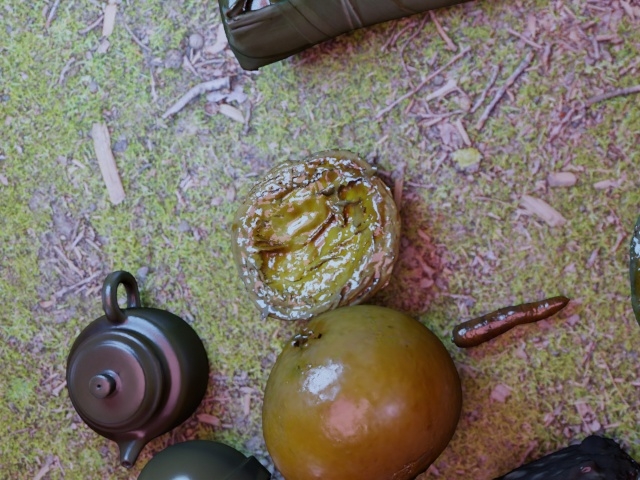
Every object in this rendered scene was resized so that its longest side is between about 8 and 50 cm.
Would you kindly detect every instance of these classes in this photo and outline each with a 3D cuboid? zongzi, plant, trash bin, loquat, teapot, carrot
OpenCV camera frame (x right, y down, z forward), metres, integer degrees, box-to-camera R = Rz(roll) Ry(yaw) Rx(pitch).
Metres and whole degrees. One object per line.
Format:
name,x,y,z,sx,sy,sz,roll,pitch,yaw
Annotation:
zongzi,0.015,-0.474,1.688,0.418,0.181,0.446,-12,86,2
plant,0.356,0.349,1.585,0.312,0.215,0.213,-25,89,21
trash bin,-0.116,0.416,1.737,0.214,0.214,0.334,-42,89,14
loquat,0.053,0.211,1.645,0.263,0.263,0.263,1,93,16
teapot,-0.266,0.174,1.785,0.186,0.175,0.267,-7,90,14
carrot,0.247,0.102,1.702,0.165,0.036,0.035,-23,86,14

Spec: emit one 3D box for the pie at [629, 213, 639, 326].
pie,0.528,0.036,1.599,0.323,0.070,0.323,1,95,17

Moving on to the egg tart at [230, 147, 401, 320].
egg tart,0.000,0.000,1.741,0.232,0.098,0.252,42,99,17
